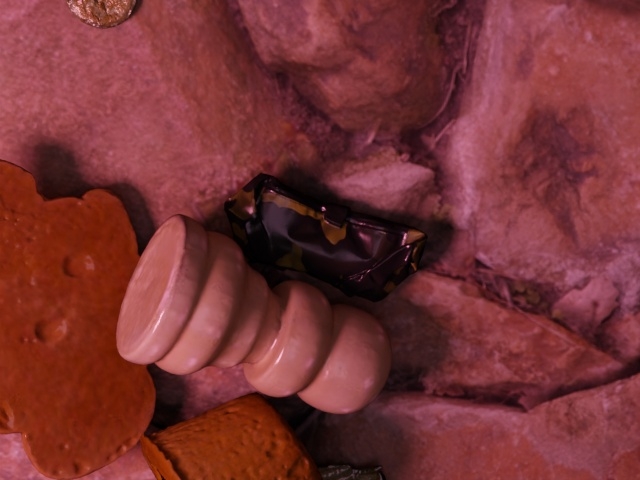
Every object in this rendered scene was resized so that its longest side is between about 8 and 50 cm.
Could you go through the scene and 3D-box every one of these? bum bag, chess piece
[{"bbox_3d":[0.000,0.000,1.550,0.232,0.060,0.107,18,109,-8],"label":"bum bag"},{"bbox_3d":[-0.057,0.102,1.515,0.299,0.167,0.167,23,102,-21],"label":"chess piece"}]

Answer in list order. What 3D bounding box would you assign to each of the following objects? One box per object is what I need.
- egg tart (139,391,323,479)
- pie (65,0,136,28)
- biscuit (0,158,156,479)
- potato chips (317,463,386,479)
[{"bbox_3d":[-0.097,0.279,1.543,0.170,0.215,0.215,-32,105,-14],"label":"egg tart"},{"bbox_3d":[-0.238,-0.270,1.488,0.084,0.021,0.084,-2,107,-7],"label":"pie"},{"bbox_3d":[-0.309,0.085,1.514,0.269,0.051,0.376,-25,107,-25],"label":"biscuit"},{"bbox_3d":[-0.020,0.317,1.647,0.207,0.028,0.092,-10,104,-2],"label":"potato chips"}]
